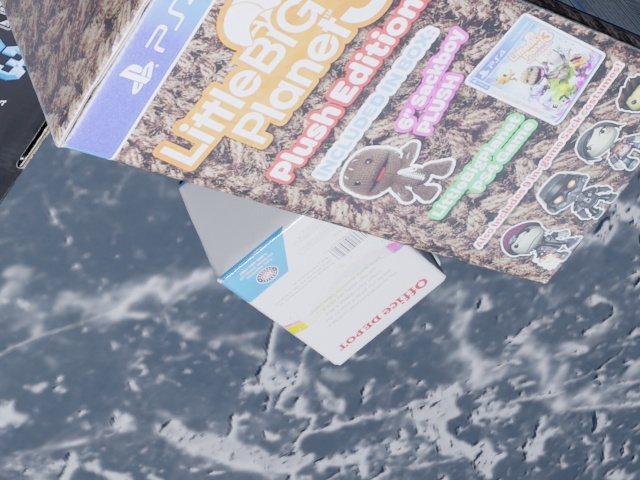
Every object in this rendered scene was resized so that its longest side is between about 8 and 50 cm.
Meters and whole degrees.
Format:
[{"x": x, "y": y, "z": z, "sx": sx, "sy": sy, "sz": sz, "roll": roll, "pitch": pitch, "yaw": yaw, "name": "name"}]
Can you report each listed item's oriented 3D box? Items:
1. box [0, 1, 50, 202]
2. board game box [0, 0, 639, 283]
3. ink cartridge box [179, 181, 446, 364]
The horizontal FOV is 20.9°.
[{"x": -0.298, "y": -0.067, "z": 0.870, "sx": 0.295, "sy": 0.073, "sz": 0.293, "roll": 19, "pitch": 119, "yaw": -36, "name": "box"}, {"x": 0.001, "y": -0.130, "z": 0.843, "sx": 0.291, "sy": 0.232, "sz": 0.141, "roll": 16, "pitch": 122, "yaw": -35, "name": "board game box"}, {"x": 0.000, "y": 0.000, "z": 1.065, "sx": 0.092, "sy": 0.090, "sz": 0.143, "roll": -39, "pitch": 136, "yaw": 12, "name": "ink cartridge box"}]
